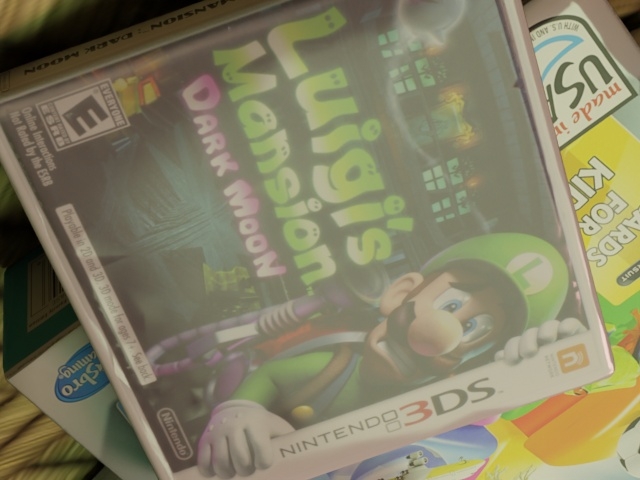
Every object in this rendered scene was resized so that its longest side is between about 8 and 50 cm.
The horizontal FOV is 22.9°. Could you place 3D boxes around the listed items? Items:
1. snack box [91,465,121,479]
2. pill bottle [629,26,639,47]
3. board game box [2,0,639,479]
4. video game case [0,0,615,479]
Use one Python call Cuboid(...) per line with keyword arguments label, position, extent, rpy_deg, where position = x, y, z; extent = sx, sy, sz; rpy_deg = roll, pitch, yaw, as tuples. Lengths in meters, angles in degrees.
Cuboid(label="snack box", position=(-0.048, 0.149, 1.000), extent=(0.207, 0.070, 0.174), rpy_deg=(-11, 153, -44))
Cuboid(label="pill bottle", position=(0.142, 0.027, 0.837), extent=(0.162, 0.162, 0.278), rpy_deg=(-15, 156, -39))
Cuboid(label="board game box", position=(0.077, 0.066, 0.658), extent=(0.254, 0.079, 0.336), rpy_deg=(-35, 121, 13))
Cuboid(label="video game case", position=(0.000, 0.000, 0.541), extent=(0.173, 0.022, 0.190), rpy_deg=(-19, 123, 2))
